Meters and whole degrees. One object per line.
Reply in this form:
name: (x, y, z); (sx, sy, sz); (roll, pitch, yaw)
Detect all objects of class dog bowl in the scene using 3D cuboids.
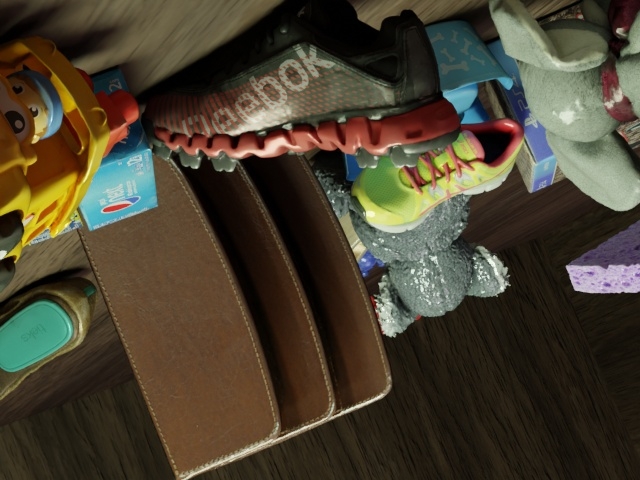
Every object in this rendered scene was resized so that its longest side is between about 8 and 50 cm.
dog bowl: (0.093, -0.141, 1.438); (0.165, 0.074, 0.297); (-22, 173, -6)

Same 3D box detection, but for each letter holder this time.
letter holder: (-0.080, 0.051, 1.397); (0.214, 0.302, 0.152); (-25, 172, 15)

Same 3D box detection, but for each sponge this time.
sponge: (0.336, -0.009, 1.294); (0.210, 0.031, 0.117); (-29, -166, -33)

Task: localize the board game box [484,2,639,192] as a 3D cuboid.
board game box: (0.338, -0.186, 1.567); (0.291, 0.141, 0.232); (-24, 172, 5)

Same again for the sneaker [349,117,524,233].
sneaker: (0.120, -0.078, 1.425); (0.208, 0.081, 0.094); (-25, 167, -29)

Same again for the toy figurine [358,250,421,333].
toy figurine: (0.055, 0.055, 2.290); (0.362, 0.191, 0.217); (-30, 165, 36)

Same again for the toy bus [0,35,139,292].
toy bus: (-0.210, -0.061, 0.932); (0.211, 0.149, 0.220); (-33, 175, -27)

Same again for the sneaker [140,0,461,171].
sneaker: (-0.025, -0.127, 1.128); (0.276, 0.135, 0.097); (-1, -164, 27)

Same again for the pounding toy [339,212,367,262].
pounding toy: (0.000, 0.000, 1.828); (0.269, 0.154, 0.155); (-26, 172, 20)

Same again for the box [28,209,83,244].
box: (-0.241, -0.044, 1.192); (0.054, 0.059, 0.169); (-22, 172, -9)

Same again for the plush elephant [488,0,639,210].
plush elephant: (0.308, -0.168, 1.330); (0.330, 0.255, 0.272); (-54, 142, -26)

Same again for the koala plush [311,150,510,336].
koala plush: (0.116, -0.002, 1.673); (0.196, 0.221, 0.203); (-20, -158, -9)

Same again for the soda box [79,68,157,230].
soda box: (-0.178, -0.069, 1.160); (0.067, 0.071, 0.210); (-21, 172, -9)

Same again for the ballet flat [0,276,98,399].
ballet flat: (-0.414, 0.134, 1.836); (0.342, 0.116, 0.124); (-31, -172, 28)
